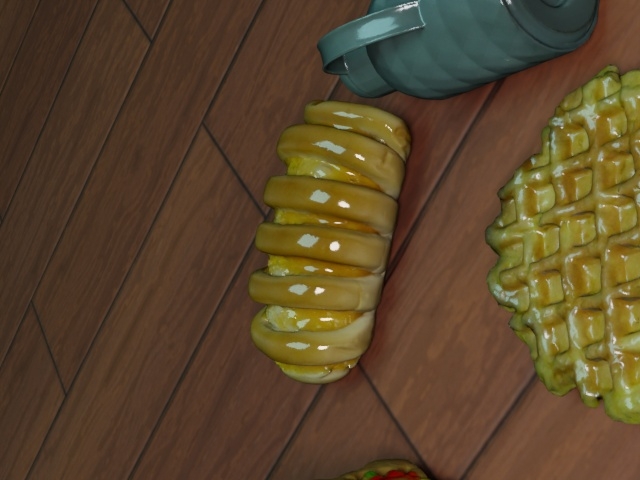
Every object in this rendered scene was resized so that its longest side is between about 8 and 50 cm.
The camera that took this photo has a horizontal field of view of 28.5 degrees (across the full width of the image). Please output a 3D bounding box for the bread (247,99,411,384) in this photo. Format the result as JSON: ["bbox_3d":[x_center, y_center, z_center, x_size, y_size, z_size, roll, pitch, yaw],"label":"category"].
[{"bbox_3d":[0.000,0.000,1.370,0.172,0.121,0.311,7,86,54],"label":"bread"}]

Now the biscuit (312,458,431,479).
[{"bbox_3d":[0.082,0.255,1.131,0.238,0.212,0.041,9,106,29],"label":"biscuit"}]

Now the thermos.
[{"bbox_3d":[0.114,-0.210,1.234,0.286,0.182,0.145,-19,84,50],"label":"thermos"}]

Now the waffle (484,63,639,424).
[{"bbox_3d":[0.257,-0.004,1.063,0.281,0.058,0.301,-50,44,34],"label":"waffle"}]
